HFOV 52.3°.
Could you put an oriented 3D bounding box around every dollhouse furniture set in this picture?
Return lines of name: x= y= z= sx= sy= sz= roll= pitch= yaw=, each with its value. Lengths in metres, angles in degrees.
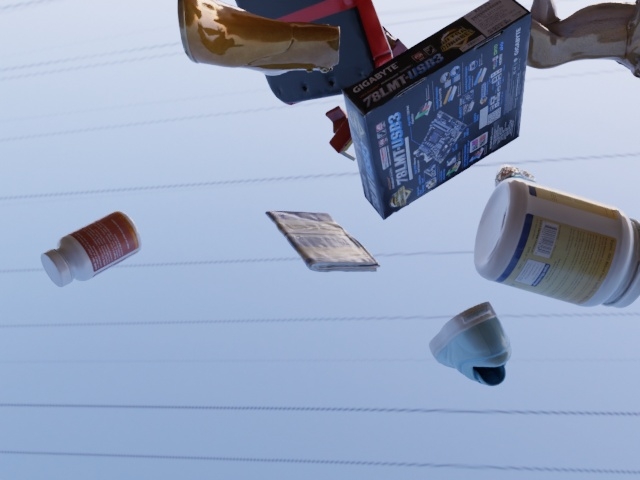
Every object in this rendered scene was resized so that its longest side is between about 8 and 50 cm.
dollhouse furniture set: x=0.119 y=-0.459 z=1.969 sx=0.374 sy=0.152 sz=0.201 roll=-52 pitch=-135 yaw=16

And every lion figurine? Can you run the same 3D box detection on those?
lion figurine: x=0.456 y=-0.345 z=1.086 sx=0.392 sy=0.240 sz=0.142 roll=11 pitch=-124 yaw=24

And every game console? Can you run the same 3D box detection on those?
game console: x=-0.031 y=-0.459 z=1.360 sx=0.060 sy=0.342 sz=0.386 roll=-34 pitch=-157 yaw=-32

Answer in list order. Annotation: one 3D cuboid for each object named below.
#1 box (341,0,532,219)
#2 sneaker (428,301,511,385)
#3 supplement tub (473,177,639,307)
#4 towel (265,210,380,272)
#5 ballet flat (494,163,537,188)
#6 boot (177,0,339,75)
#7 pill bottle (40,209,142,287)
box: x=0.190 y=-0.199 z=1.041 sx=0.293 sy=0.295 sz=0.073 roll=-31 pitch=-121 yaw=-5
sneaker: x=0.325 y=0.253 z=1.402 sx=0.135 sy=0.366 sz=0.150 roll=-23 pitch=-111 yaw=-1
supplement tub: x=0.512 y=0.012 z=1.390 sx=0.316 sy=0.228 sz=0.228 roll=16 pitch=-128 yaw=-2
towel: x=0.000 y=0.000 z=1.668 sx=0.209 sy=0.034 sz=0.285 roll=2 pitch=-152 yaw=-32
ballet flat: x=0.524 y=-0.169 z=1.796 sx=0.091 sy=0.241 sz=0.077 roll=-43 pitch=-115 yaw=22
boot: x=-0.077 y=-0.308 z=0.972 sx=0.211 sy=0.104 sz=0.295 roll=1 pitch=-176 yaw=7
pill bottle: x=-0.553 y=0.022 z=1.576 sx=0.121 sy=0.121 sz=0.216 roll=27 pitch=-136 yaw=32
